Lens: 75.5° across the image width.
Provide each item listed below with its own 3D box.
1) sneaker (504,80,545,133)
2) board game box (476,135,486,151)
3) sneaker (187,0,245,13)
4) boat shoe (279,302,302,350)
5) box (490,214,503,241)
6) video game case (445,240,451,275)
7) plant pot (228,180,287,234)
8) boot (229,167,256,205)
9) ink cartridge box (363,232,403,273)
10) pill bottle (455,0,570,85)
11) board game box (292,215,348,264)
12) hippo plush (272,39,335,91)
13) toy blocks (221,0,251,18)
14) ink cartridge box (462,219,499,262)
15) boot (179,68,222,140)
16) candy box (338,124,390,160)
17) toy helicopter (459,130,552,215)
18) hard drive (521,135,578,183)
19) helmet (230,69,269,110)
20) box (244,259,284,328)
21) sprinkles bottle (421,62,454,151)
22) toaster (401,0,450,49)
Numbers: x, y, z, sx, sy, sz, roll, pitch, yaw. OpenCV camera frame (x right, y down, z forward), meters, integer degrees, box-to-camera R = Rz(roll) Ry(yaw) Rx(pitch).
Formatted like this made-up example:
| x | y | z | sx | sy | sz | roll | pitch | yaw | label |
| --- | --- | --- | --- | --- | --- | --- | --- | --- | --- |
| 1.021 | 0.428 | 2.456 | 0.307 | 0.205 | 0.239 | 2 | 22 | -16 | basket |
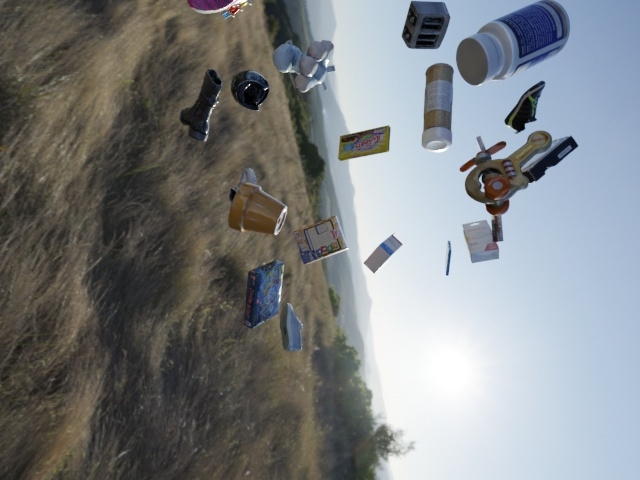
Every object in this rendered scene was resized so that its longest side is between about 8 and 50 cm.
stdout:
| x | y | z | sx | sy | sz | roll | pitch | yaw | label |
| --- | --- | --- | --- | --- | --- | --- | --- | --- | --- |
| 0.808 | -0.507 | 1.590 | 0.097 | 0.084 | 0.235 | 49 | -20 | 16 | sneaker |
| 0.635 | -0.354 | 1.618 | 0.090 | 0.020 | 0.090 | 19 | 53 | -66 | board game box |
| -0.261 | -0.708 | 1.169 | 0.103 | 0.252 | 0.111 | 63 | -17 | -17 | sneaker |
| -0.119 | 0.369 | 1.748 | 0.079 | 0.081 | 0.228 | -52 | -148 | 34 | boat shoe |
| 0.705 | -0.062 | 1.652 | 0.094 | 0.027 | 0.137 | 4 | 83 | -76 | box |
| 0.581 | 0.078 | 1.881 | 0.166 | 0.015 | 0.119 | -45 | 138 | -68 | video game case |
| -0.245 | -0.114 | 1.687 | 0.205 | 0.187 | 0.205 | 20 | 90 | -84 | plant pot |
| -0.396 | -0.258 | 2.085 | 0.123 | 0.095 | 0.258 | 11 | 65 | -48 | boot |
| 0.311 | 0.056 | 1.986 | 0.078 | 0.134 | 0.231 | 44 | 32 | 11 | ink cartridge box |
| 0.506 | -0.520 | 1.099 | 0.153 | 0.264 | 0.153 | 58 | -13 | 22 | pill bottle |
| 0.000 | 0.000 | 1.708 | 0.045 | 0.193 | 0.147 | 12 | 58 | -76 | board game box |
| -0.080 | -0.839 | 1.893 | 0.294 | 0.236 | 0.234 | -41 | 162 | -56 | hippo plush |
| -0.395 | -1.045 | 1.840 | 0.054 | 0.148 | 0.123 | 65 | 23 | -7 | toy blocks |
| 0.693 | 0.001 | 1.800 | 0.198 | 0.115 | 0.067 | -85 | 160 | -48 | ink cartridge box |
| -0.417 | -0.500 | 1.480 | 0.263 | 0.091 | 0.229 | 52 | -55 | 44 | boot |
| 0.165 | -0.369 | 1.573 | 0.027 | 0.205 | 0.105 | 30 | 60 | -55 | candy box |
| 0.671 | -0.277 | 1.493 | 0.235 | 0.355 | 0.140 | 50 | -1 | 35 | toy helicopter |
| 0.864 | -0.314 | 1.735 | 0.064 | 0.237 | 0.339 | 52 | -5 | -4 | hard drive |
| -0.302 | -0.651 | 1.783 | 0.162 | 0.169 | 0.169 | -108 | -177 | -52 | helmet |
| -0.217 | 0.205 | 1.592 | 0.159 | 0.044 | 0.233 | -22 | 127 | -52 | box |
| 0.485 | -0.550 | 1.705 | 0.121 | 0.121 | 0.356 | 63 | 32 | -72 | sprinkles bottle |
| 0.464 | -0.936 | 1.801 | 0.168 | 0.185 | 0.110 | 102 | -17 | -58 | toaster |
